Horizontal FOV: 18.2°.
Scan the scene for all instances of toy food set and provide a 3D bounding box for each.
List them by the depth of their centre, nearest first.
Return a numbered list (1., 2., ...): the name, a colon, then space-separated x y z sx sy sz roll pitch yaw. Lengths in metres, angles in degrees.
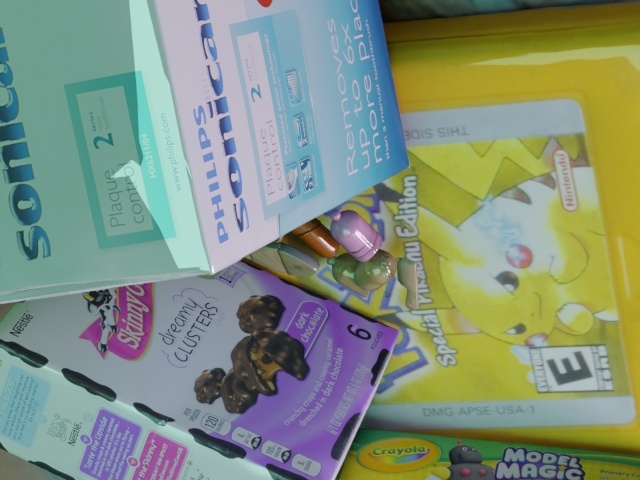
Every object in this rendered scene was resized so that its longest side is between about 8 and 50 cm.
1. toy food set: 0.000 0.000 1.113 0.122 0.019 0.078 19 155 13

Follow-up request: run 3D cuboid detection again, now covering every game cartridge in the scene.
1. game cartridge: 0.053 0.012 1.155 0.323 0.053 0.285 -5 118 18

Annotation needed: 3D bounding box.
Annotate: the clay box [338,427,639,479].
1. clay box: 0.097 0.178 1.188 0.222 0.053 0.127 5 131 14

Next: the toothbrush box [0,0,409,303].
1. toothbrush box: -0.073 -0.107 0.948 0.126 0.295 0.216 -8 97 21

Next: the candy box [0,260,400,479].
1. candy box: -0.074 0.077 1.110 0.196 0.165 0.070 24 124 3
